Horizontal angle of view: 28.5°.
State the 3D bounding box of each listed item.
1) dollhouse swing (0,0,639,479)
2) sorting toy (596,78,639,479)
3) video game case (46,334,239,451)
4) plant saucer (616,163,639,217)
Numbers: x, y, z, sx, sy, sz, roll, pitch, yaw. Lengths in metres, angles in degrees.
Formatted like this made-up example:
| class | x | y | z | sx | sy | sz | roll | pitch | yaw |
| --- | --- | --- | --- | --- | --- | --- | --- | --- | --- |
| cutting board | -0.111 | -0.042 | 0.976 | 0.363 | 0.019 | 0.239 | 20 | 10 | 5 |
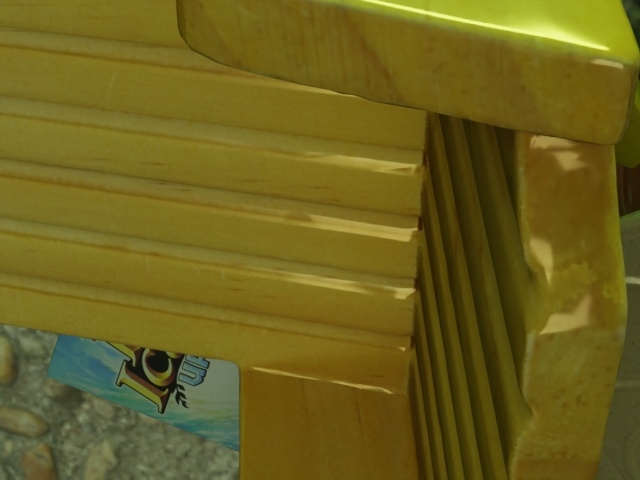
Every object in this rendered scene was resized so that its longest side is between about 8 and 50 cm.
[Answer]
| class | x | y | z | sx | sy | sz | roll | pitch | yaw |
| --- | --- | --- | --- | --- | --- | --- | --- | --- | --- |
| dollhouse swing | -0.077 | 0.004 | 0.498 | 0.305 | 0.315 | 0.347 | -1 | 130 | -2 |
| sorting toy | 0.183 | 0.025 | 0.614 | 0.229 | 0.041 | 0.307 | -19 | 119 | 35 |
| video game case | 0.000 | 0.000 | 0.711 | 0.244 | 0.061 | 0.269 | 22 | 109 | 2 |
| plant saucer | 0.255 | -0.037 | 0.679 | 0.200 | 0.037 | 0.200 | 2 | 108 | 6 |
